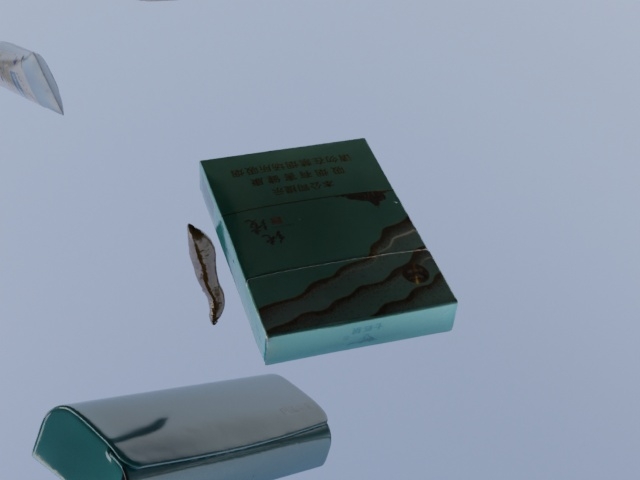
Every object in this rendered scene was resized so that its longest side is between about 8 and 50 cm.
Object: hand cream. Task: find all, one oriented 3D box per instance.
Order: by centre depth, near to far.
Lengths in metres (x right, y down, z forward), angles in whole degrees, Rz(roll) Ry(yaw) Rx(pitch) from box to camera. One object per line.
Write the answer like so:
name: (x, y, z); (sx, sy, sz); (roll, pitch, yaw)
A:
hand cream: (-0.286, -0.162, 1.090); (0.043, 0.065, 0.171); (-34, -150, -20)

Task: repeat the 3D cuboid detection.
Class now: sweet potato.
sweet potato: (-0.104, 0.028, 1.057); (0.026, 0.115, 0.026); (-9, -145, 6)

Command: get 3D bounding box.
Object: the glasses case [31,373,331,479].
glasses case: (-0.112, 0.180, 1.061); (0.117, 0.070, 0.301); (28, -167, 30)

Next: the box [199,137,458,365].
box: (0.000, 0.000, 0.974); (0.162, 0.041, 0.229); (-9, -137, -15)
